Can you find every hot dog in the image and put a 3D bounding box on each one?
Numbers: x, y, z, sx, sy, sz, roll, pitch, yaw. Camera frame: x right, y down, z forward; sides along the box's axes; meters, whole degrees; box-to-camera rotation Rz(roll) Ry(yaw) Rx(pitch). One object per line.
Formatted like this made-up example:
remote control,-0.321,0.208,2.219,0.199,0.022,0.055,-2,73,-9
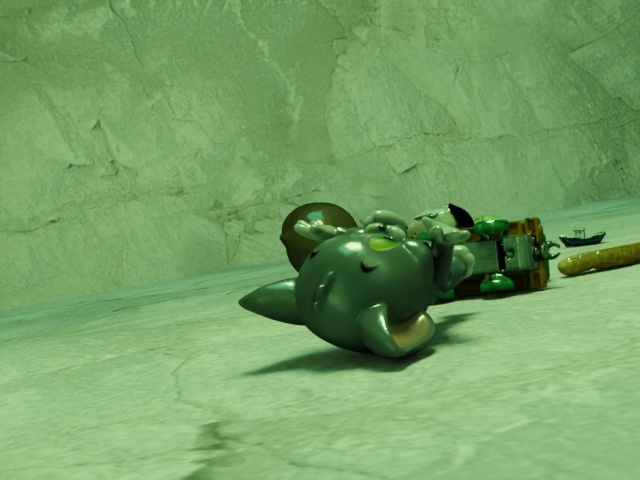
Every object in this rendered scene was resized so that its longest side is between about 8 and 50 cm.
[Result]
hot dog,0.382,0.024,1.117,0.137,0.028,0.044,-8,-25,-17

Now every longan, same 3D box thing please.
longan,0.000,0.000,1.735,0.189,0.189,0.189,-10,2,0

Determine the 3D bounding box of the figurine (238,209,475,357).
figurine,0.057,0.037,0.841,0.193,0.140,0.265,17,1,27

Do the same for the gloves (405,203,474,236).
gloves,0.196,0.007,1.661,0.212,0.111,0.127,-42,-10,29

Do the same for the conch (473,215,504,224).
conch,0.366,-0.010,1.688,0.170,0.079,0.105,-2,11,-45

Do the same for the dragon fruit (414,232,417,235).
dragon fruit,0.110,0.028,1.442,0.192,0.092,0.122,-8,3,41

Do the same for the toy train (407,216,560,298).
toy train,0.208,0.028,1.089,0.227,0.091,0.136,-10,-9,34

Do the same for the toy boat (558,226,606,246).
toy boat,0.475,-0.008,1.522,0.083,0.038,0.038,-8,2,25
